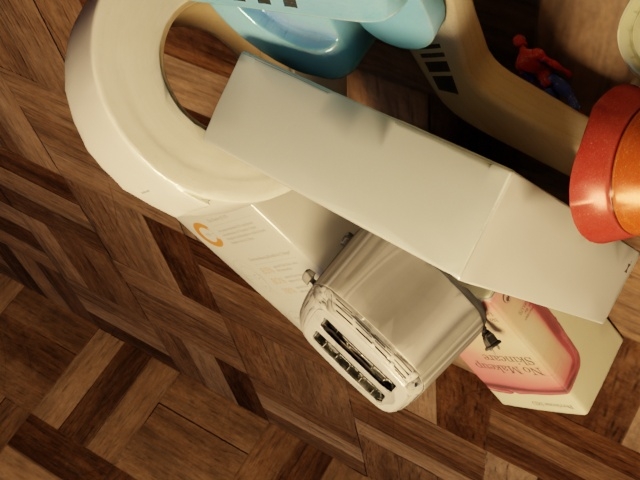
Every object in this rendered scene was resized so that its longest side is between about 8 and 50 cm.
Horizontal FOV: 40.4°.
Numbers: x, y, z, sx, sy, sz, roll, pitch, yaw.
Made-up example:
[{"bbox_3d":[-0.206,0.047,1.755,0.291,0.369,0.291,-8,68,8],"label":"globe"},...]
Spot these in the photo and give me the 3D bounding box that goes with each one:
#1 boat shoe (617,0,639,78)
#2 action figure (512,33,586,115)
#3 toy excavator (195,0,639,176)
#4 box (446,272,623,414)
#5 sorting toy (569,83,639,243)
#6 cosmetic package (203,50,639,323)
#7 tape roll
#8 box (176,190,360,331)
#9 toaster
[{"bbox_3d":[0.379,-0.093,0.645,0.340,0.113,0.127,30,119,9],"label":"boat shoe"},{"bbox_3d":[0.221,-0.150,0.830,0.115,0.030,0.038,47,148,-14],"label":"action figure"},{"bbox_3d":[0.068,-0.210,0.731,0.432,0.222,0.445,18,160,36],"label":"toy excavator"},{"bbox_3d":[0.254,0.103,1.126,0.232,0.127,0.148,47,152,-24],"label":"box"},{"bbox_3d":[0.339,0.001,0.689,0.365,0.127,0.126,30,171,-41],"label":"sorting toy"},{"bbox_3d":[0.115,-0.038,0.831,0.284,0.098,0.377,28,-174,35],"label":"cosmetic package"},{"bbox_3d":[-0.115,-0.169,0.909,0.286,0.286,0.100,44,154,-20],"label":"tape roll"},{"bbox_3d":[0.000,0.000,1.208,0.345,0.168,0.215,44,154,-20],"label":"box"},{"bbox_3d":[0.084,0.095,1.017,0.227,0.146,0.129,44,152,8],"label":"toaster"}]
